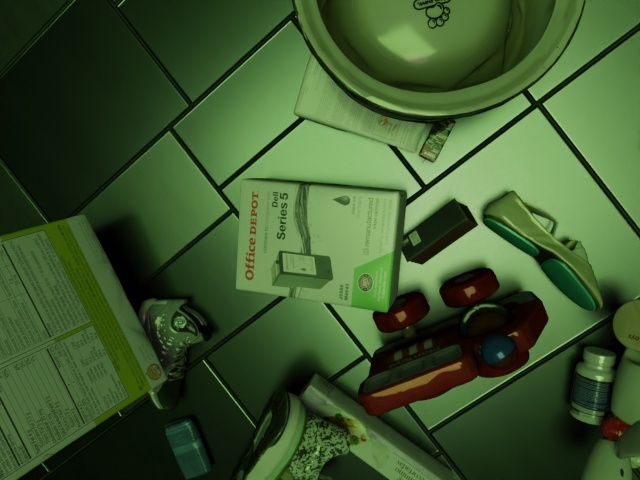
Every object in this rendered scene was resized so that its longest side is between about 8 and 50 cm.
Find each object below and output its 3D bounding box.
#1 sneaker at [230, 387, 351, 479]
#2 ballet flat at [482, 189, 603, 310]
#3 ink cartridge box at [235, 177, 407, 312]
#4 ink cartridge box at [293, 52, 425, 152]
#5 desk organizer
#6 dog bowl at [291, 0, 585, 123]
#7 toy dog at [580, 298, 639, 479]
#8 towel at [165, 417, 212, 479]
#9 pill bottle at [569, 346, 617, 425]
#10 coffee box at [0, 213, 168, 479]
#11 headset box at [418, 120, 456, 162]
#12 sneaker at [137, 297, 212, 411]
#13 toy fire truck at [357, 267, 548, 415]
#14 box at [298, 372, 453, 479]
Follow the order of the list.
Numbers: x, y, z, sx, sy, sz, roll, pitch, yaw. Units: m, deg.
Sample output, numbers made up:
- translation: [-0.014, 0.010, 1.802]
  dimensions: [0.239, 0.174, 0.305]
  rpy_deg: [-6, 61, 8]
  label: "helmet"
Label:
- translation: [-0.069, 0.465, 0.964]
  dimensions: [0.182, 0.158, 0.410]
  rpy_deg: [21, 118, -7]
  label: "sneaker"
- translation: [0.388, 0.010, 0.875]
  dimensions: [0.248, 0.086, 0.086]
  rpy_deg: [42, 103, 3]
  label: "ballet flat"
- translation: [0.000, 0.000, 0.906]
  dimensions: [0.273, 0.115, 0.198]
  rpy_deg: [6, 99, 15]
  label: "ink cartridge box"
- translation: [0.085, -0.270, 0.903]
  dimensions: [0.225, 0.056, 0.180]
  rpy_deg: [18, 101, 0]
  label: "ink cartridge box"
- translation: [0.204, -0.012, 0.913]
  dimensions: [0.130, 0.050, 0.047]
  rpy_deg: [-40, 56, 28]
  label: "desk organizer"
- translation: [0.161, -0.363, 0.785]
  dimensions: [0.409, 0.150, 0.407]
  rpy_deg: [0, 87, 1]
  label: "dog bowl"
- translation: [0.529, 0.259, 0.796]
  dimensions: [0.220, 0.161, 0.333]
  rpy_deg: [-3, 100, -29]
  label: "toy dog"
- translation: [-0.269, 0.424, 1.070]
  dimensions: [0.067, 0.029, 0.119]
  rpy_deg: [-20, 93, 12]
  label: "towel"
- translation: [0.470, 0.247, 0.895]
  dimensions: [0.067, 0.067, 0.120]
  rpy_deg: [6, 99, 9]
  label: "pill bottle"
- translation: [-0.548, 0.197, 0.886]
  dimensions: [0.338, 0.334, 0.338]
  rpy_deg: [-24, 93, 33]
  label: "coffee box"
- translation: [0.195, -0.168, 0.887]
  dimensions: [0.032, 0.062, 0.083]
  rpy_deg: [29, 102, 6]
  label: "headset box"
- translation: [-0.272, 0.220, 1.015]
  dimensions: [0.132, 0.086, 0.228]
  rpy_deg: [-8, 96, 9]
  label: "sneaker"
- translation: [0.214, 0.171, 0.834]
  dimensions: [0.302, 0.254, 0.169]
  rpy_deg: [-23, 94, 12]
  label: "toy fire truck"
- translation: [0.098, 0.375, 0.980]
  dimensions: [0.324, 0.067, 0.063]
  rpy_deg: [35, 104, 3]
  label: "box"
